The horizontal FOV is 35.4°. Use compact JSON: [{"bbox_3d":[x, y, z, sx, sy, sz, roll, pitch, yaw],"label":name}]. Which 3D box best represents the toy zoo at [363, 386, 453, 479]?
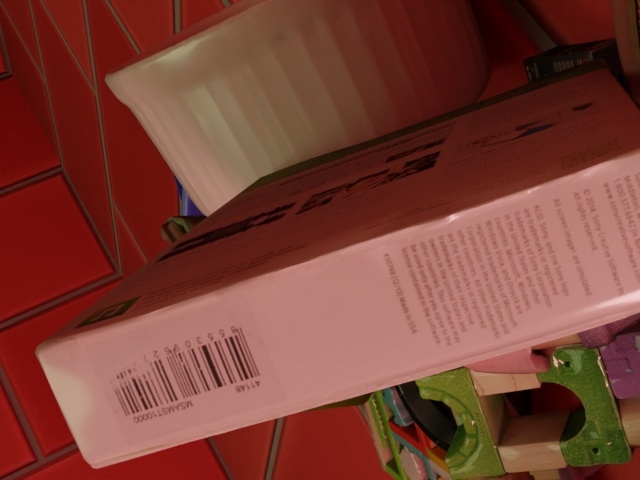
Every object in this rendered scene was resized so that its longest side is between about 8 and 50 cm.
[{"bbox_3d":[0.133,0.246,1.178,0.293,0.030,0.192,25,136,61],"label":"toy zoo"}]

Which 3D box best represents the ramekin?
[{"bbox_3d":[-0.008,-0.128,0.758,0.135,0.277,0.277,63,162,-16],"label":"ramekin"}]

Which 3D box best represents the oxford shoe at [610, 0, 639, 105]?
[{"bbox_3d":[0.206,-0.160,0.390,0.130,0.123,0.348,41,152,36],"label":"oxford shoe"}]

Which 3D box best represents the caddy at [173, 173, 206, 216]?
[{"bbox_3d":[-0.082,0.001,1.222,0.241,0.179,0.341,38,147,54],"label":"caddy"}]

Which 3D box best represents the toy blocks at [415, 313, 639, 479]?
[{"bbox_3d":[0.197,0.084,0.632,0.260,0.309,0.288,-14,104,26],"label":"toy blocks"}]

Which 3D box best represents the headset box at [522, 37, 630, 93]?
[{"bbox_3d":[0.177,-0.098,0.661,0.083,0.032,0.062,15,127,67],"label":"headset box"}]

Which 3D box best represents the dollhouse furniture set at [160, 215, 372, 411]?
[{"bbox_3d":[0.000,0.000,0.930,0.301,0.198,0.151,48,131,47],"label":"dollhouse furniture set"}]

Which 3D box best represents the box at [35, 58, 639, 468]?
[{"bbox_3d":[0.041,-0.012,0.482,0.322,0.232,0.058,-54,-56,-70],"label":"box"}]

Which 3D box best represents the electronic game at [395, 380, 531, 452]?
[{"bbox_3d":[0.129,0.117,1.000,0.229,0.048,0.229,42,141,47],"label":"electronic game"}]

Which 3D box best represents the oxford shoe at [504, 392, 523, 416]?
[{"bbox_3d":[0.204,0.232,0.894,0.097,0.098,0.271,-73,-36,-60],"label":"oxford shoe"}]
